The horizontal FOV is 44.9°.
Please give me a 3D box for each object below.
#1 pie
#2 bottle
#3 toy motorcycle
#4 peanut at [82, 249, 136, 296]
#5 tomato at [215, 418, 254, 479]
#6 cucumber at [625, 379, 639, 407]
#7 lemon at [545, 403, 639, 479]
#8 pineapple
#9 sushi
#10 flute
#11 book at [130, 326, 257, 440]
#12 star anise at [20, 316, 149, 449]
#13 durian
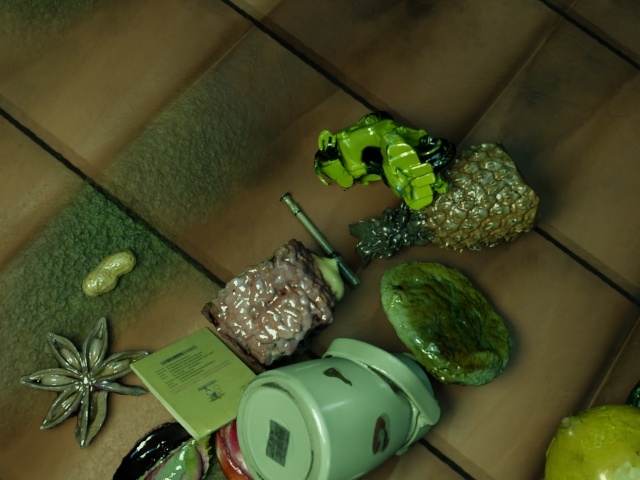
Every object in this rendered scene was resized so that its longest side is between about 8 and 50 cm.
[{"bbox_3d":[0.230,0.142,1.401,0.277,0.078,0.277,26,38,-22],"label":"pie"},{"bbox_3d":[0.059,0.275,1.278,0.352,0.229,0.229,-7,68,-43],"label":"bottle"},{"bbox_3d":[0.104,-0.161,1.457,0.206,0.342,0.142,-41,121,-5],"label":"toy motorcycle"},{"bbox_3d":[-0.386,0.059,1.414,0.054,0.054,0.113,43,70,8],"label":"peanut"},{"bbox_3d":[-0.103,0.367,1.323,0.189,0.099,0.173,-8,51,-48],"label":"tomato"},{"bbox_3d":[0.668,0.263,1.483,0.265,0.077,0.077,-34,78,-17],"label":"cucumber"},{"bbox_3d":[0.518,0.409,1.310,0.310,0.258,0.258,43,70,2],"label":"lemon"},{"bbox_3d":[0.231,-0.049,1.490,0.362,0.202,0.202,-23,74,3],"label":"pineapple"},{"bbox_3d":[-0.064,0.109,1.326,0.237,0.270,0.170,-38,83,-6],"label":"sushi"},{"bbox_3d":[0.000,0.000,1.504,0.027,0.027,0.233,-36,79,-18],"label":"flute"},{"bbox_3d":[-0.202,0.239,1.328,0.168,0.013,0.192,-24,52,-40],"label":"book"},{"bbox_3d":[-0.411,0.232,1.334,0.197,0.073,0.212,45,68,5],"label":"star anise"},{"bbox_3d":[-0.258,0.385,1.304,0.187,0.119,0.108,-36,116,-15],"label":"durian"}]
